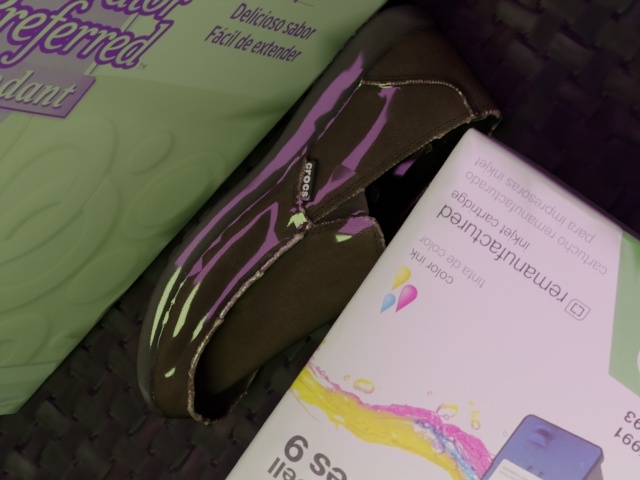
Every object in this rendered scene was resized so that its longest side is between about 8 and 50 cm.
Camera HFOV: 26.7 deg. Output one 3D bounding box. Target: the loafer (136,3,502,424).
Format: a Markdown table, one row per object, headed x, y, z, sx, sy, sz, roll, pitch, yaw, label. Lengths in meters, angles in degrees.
| x | y | z | sx | sy | sz | roll | pitch | yaw | label |
| --- | --- | --- | --- | --- | --- | --- | --- | --- | --- |
| 0.000 | 0.000 | 0.599 | 0.078 | 0.080 | 0.220 | 38 | 98 | 22 | loafer |

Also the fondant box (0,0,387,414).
| x | y | z | sx | sy | sz | roll | pitch | yaw | label |
| --- | --- | --- | --- | --- | --- | --- | --- | --- | --- |
| -0.133 | -0.055 | 0.550 | 0.330 | 0.238 | 0.096 | -47 | 69 | 20 | fondant box |

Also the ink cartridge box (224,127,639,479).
| x | y | z | sx | sy | sz | roll | pitch | yaw | label |
| --- | --- | --- | --- | --- | --- | --- | --- | --- | --- |
| 0.071 | 0.086 | 0.554 | 0.154 | 0.093 | 0.212 | 38 | 100 | 21 | ink cartridge box |
